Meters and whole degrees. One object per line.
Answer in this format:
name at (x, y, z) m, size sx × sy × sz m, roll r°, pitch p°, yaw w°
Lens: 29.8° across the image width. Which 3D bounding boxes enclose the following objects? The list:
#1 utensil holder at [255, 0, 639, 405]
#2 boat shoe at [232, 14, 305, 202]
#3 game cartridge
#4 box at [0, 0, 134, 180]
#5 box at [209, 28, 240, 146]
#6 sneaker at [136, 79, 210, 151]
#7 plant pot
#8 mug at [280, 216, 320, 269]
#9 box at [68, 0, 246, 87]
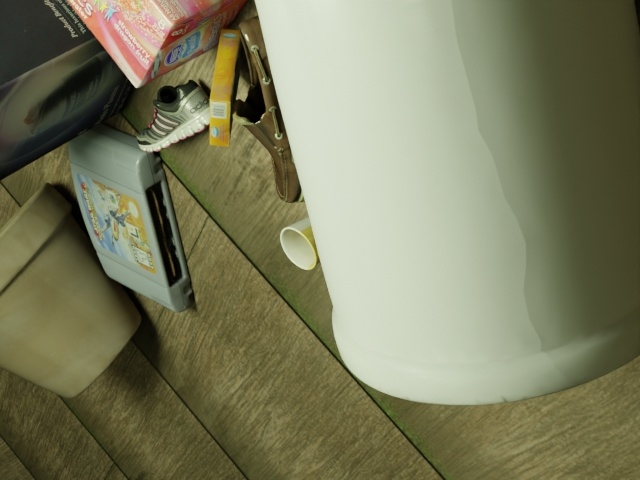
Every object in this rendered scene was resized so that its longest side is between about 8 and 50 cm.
utensil holder at (0.128, -0.106, 1.053) m, size 0.328 × 0.328 × 0.385 m, roll 11°, pitch 125°, yaw 46°
boat shoe at (-0.059, -0.155, 1.421) m, size 0.095 × 0.095 × 0.257 m, roll -122°, pitch 25°, yaw -53°
game cartridge at (-0.304, -0.038, 1.888) m, size 0.198 × 0.062 × 0.297 m, roll 19°, pitch 133°, yaw 36°
box at (-0.389, -0.242, 1.591) m, size 0.182 × 0.294 × 0.296 m, roll 50°, pitch 147°, yaw 7°
box at (-0.115, -0.191, 1.454) m, size 0.028 × 0.136 × 0.081 m, roll 4°, pitch 143°, yaw -2°
sneaker at (-0.203, -0.173, 1.634) m, size 0.170 × 0.063 × 0.074 m, roll -17°, pitch 106°, yaw 50°
plant pot at (-0.467, 0.109, 2.031) m, size 0.280 × 0.323 × 0.323 m, roll 43°, pitch 148°, yaw -11°
mug at (-0.002, 0.001, 1.535) m, size 0.078 × 0.064 × 0.062 m, roll 44°, pitch 145°, yaw 15°
box at (-0.236, -0.358, 1.435) m, size 0.300 × 0.142 × 0.154 m, roll 52°, pitch 146°, yaw 3°
